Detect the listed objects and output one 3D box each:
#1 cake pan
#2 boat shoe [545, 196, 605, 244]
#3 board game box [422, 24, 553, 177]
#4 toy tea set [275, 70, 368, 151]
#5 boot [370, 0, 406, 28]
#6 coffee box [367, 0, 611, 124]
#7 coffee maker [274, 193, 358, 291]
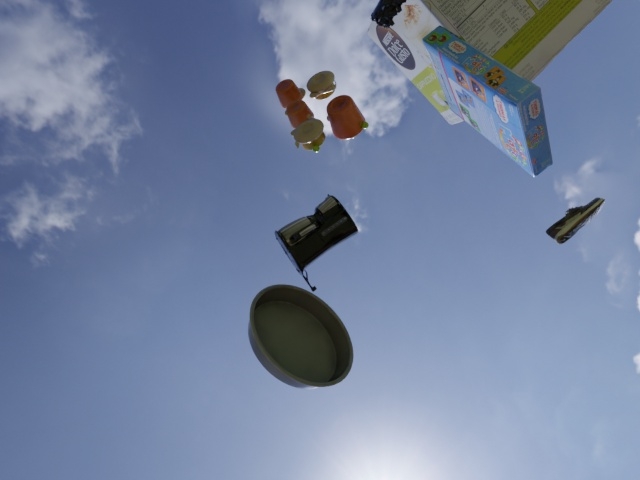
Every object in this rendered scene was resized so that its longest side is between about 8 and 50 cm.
[{"bbox_3d":[-0.052,0.237,1.118,0.293,0.054,0.293,26,-147,-19],"label":"cake pan"},{"bbox_3d":[0.583,-0.054,1.041,0.152,0.056,0.049,-36,-128,-10],"label":"boat shoe"},{"bbox_3d":[0.242,-0.204,0.664,0.039,0.160,0.211,-37,-130,8],"label":"board game box"},{"bbox_3d":[-0.005,-0.363,1.301,0.200,0.124,0.336,-30,-131,5],"label":"toy tea set"},{"bbox_3d":[0.123,-0.412,0.743,0.045,0.099,0.121,21,-133,-13],"label":"boot"},{"bbox_3d":[0.354,-0.514,1.010,0.338,0.337,0.334,-45,-82,2],"label":"coffee box"},{"bbox_3d":[0.000,0.000,1.141,0.178,0.120,0.171,-33,-65,-9],"label":"coffee maker"}]
